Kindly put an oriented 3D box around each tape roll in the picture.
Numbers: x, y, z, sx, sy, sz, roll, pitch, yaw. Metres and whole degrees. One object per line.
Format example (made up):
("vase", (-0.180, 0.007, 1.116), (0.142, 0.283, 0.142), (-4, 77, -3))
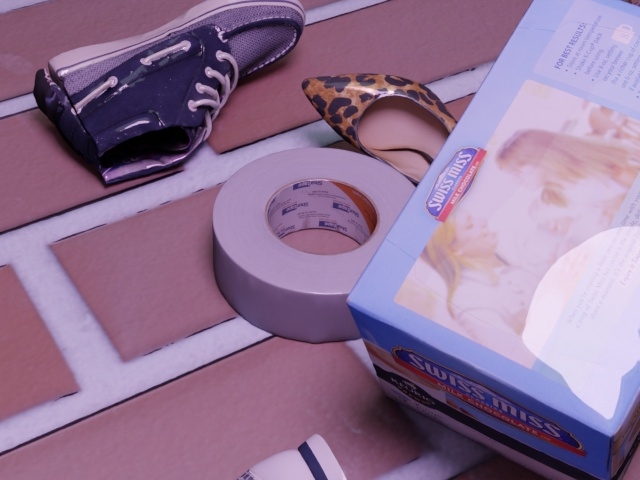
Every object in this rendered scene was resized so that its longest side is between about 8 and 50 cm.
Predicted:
("tape roll", (0.000, 0.000, 1.114), (0.219, 0.072, 0.219), (2, 44, -2))

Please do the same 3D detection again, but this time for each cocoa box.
("cocoa box", (0.216, 0.001, 0.929), (0.231, 0.228, 0.347), (26, 72, 22))

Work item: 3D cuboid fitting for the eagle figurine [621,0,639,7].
("eagle figurine", (0.395, -0.223, 1.334), (0.226, 0.225, 0.298), (-14, 66, 41))

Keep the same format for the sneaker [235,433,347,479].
("sneaker", (0.005, 0.262, 0.841), (0.095, 0.090, 0.235), (-23, 44, -9))

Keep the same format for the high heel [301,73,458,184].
("high heel", (0.096, -0.097, 1.151), (0.261, 0.093, 0.186), (23, 23, -6))

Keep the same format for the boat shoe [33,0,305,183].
("boat shoe", (-0.142, -0.174, 1.268), (0.340, 0.127, 0.158), (-25, 56, -17))
